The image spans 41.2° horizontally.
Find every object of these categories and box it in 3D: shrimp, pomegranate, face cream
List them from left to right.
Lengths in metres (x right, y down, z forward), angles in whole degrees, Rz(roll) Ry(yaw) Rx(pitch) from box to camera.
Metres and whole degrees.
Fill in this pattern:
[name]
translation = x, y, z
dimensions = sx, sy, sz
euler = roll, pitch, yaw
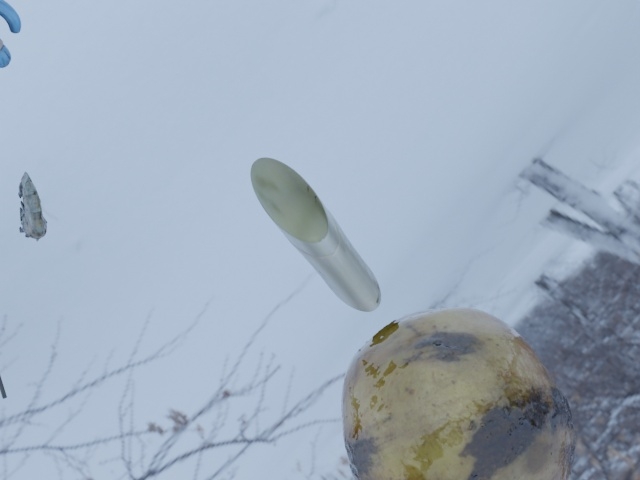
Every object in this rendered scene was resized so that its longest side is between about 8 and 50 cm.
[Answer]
[shrimp]
translation = -0.382, -0.041, 1.135
dimensions = 0.034, 0.091, 0.161
euler = -7, 174, -23
[face cream]
translation = 0.000, 0.000, 1.427
dimensions = 0.081, 0.173, 0.348
euler = -40, 149, -1
[pomegranate]
translation = 0.162, 0.231, 1.058
dimensions = 0.322, 0.322, 0.322
euler = -43, 164, -16

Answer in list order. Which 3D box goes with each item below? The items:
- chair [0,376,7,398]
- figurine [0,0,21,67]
[chair]
translation = -0.659, 0.216, 1.615
dimensions = 0.104, 0.221, 0.095
euler = -14, -174, -34
[figurine]
translation = -0.502, -0.271, 1.129
dimensions = 0.262, 0.153, 0.180
euler = -16, 157, 39
